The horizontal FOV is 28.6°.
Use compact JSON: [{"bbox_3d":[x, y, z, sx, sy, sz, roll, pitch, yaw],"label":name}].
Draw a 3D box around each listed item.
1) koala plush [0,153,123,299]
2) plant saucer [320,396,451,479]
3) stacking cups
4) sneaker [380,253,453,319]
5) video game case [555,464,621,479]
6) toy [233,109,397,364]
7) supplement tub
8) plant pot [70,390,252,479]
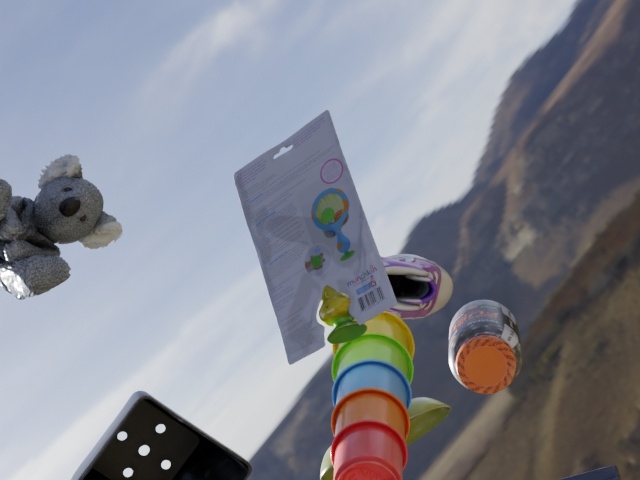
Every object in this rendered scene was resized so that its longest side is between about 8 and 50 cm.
[{"bbox_3d":[-0.444,-0.030,2.024,0.221,0.196,0.203,-38,5,-27],"label":"koala plush"},{"bbox_3d":[0.098,0.315,2.026,0.241,0.037,0.241,-27,-19,-10],"label":"plant saucer"},{"bbox_3d":[0.045,0.170,1.289,0.096,0.096,0.316,-53,6,18],"label":"stacking cups"},{"bbox_3d":[0.133,0.076,1.843,0.282,0.161,0.102,8,-87,-45],"label":"sneaker"},{"bbox_3d":[0.195,0.272,1.183,0.196,0.026,0.274,-18,-23,10],"label":"video game case"},{"bbox_3d":[0.000,0.000,1.302,0.137,0.237,0.056,-32,-34,24],"label":"toy"},{"bbox_3d":[0.263,0.172,2.005,0.117,0.117,0.190,-52,3,13],"label":"supplement tub"},{"bbox_3d":[-0.234,0.315,1.729,0.188,0.187,0.167,-54,16,-3],"label":"plant pot"}]
